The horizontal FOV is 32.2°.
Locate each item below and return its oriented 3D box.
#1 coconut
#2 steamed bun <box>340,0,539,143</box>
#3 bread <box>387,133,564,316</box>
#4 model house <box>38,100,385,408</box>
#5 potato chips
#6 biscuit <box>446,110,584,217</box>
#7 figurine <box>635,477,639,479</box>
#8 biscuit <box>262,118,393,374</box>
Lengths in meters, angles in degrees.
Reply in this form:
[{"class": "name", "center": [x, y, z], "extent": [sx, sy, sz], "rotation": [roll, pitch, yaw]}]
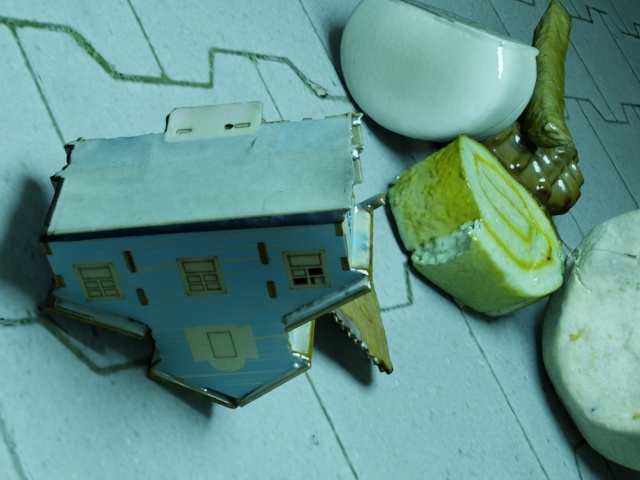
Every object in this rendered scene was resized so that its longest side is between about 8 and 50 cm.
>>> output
[{"class": "coconut", "center": [0.480, 0.126, 1.450], "extent": [0.360, 0.346, 0.346], "rotation": [5, 58, -52]}, {"class": "steamed bun", "center": [0.145, -0.212, 1.428], "extent": [0.242, 0.164, 0.146], "rotation": [30, 17, 28]}, {"class": "bread", "center": [0.201, -0.001, 1.383], "extent": [0.257, 0.124, 0.186], "rotation": [39, 41, -29]}, {"class": "model house", "center": [-0.077, 0.017, 0.907], "extent": [0.178, 0.271, 0.206], "rotation": [-90, 171, -49]}, {"class": "potato chips", "center": [0.339, -0.236, 1.644], "extent": [0.057, 0.080, 0.407], "rotation": [30, 37, -10]}, {"class": "biscuit", "center": [0.271, -0.172, 1.658], "extent": [0.332, 0.103, 0.332], "rotation": [35, 37, -31]}, {"class": "figurine", "center": [0.443, 0.341, 1.482], "extent": [0.083, 0.047, 0.050], "rotation": [3, 43, -46]}, {"class": "biscuit", "center": [0.000, 0.000, 1.138], "extent": [0.232, 0.013, 0.237], "rotation": [47, 21, -36]}]
